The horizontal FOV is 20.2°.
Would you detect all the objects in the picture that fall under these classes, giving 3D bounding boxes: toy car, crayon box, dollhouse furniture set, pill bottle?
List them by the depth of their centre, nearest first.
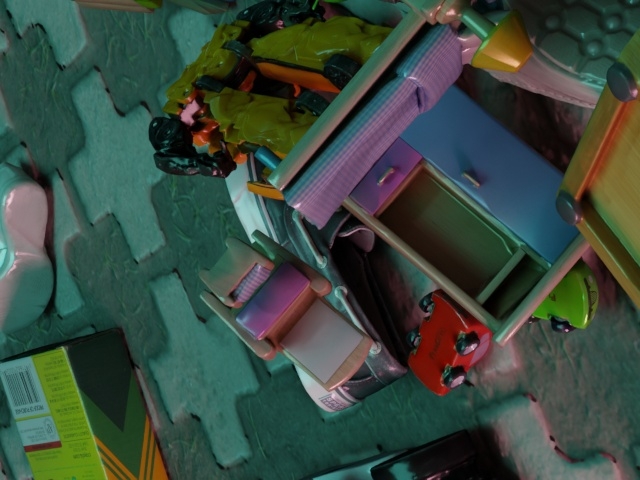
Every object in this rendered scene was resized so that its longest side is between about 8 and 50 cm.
[{"bbox_3d":[0.065,-0.011,1.225,0.198,0.286,0.303,40,178,7],"label":"dollhouse furniture set"},{"bbox_3d":[0.150,0.027,1.463,0.225,0.053,0.239,14,117,50],"label":"toy car"},{"bbox_3d":[0.127,0.282,1.554,0.123,0.123,0.219,-30,81,55],"label":"pill bottle"},{"bbox_3d":[-0.266,0.274,2.124,0.202,0.081,0.318,-15,93,56],"label":"crayon box"}]

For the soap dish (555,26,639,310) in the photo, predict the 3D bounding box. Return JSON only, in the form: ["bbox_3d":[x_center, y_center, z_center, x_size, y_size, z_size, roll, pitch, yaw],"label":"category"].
[{"bbox_3d":[0.270,0.001,1.083,0.291,0.118,0.229,55,162,18],"label":"soap dish"}]

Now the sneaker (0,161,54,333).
[{"bbox_3d":[-0.370,0.007,2.161,0.094,0.080,0.212,45,132,50],"label":"sneaker"}]

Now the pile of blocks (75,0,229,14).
[{"bbox_3d":[-0.125,-0.287,1.652,0.362,0.149,0.112,3,79,50],"label":"pile of blocks"}]

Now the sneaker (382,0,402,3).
[{"bbox_3d":[0.095,-0.294,1.303,0.262,0.104,0.125,-62,33,3],"label":"sneaker"}]

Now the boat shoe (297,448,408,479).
[{"bbox_3d":[0.021,0.258,1.736,0.228,0.080,0.076,-25,84,48],"label":"boat shoe"}]

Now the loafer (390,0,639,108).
[{"bbox_3d":[0.162,-0.165,1.329,0.319,0.112,0.111,35,169,35],"label":"loafer"}]

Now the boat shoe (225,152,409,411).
[{"bbox_3d":[0.000,0.000,1.624,0.102,0.108,0.301,-28,67,23],"label":"boat shoe"}]

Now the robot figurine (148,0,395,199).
[{"bbox_3d":[-0.027,-0.118,1.533,0.085,0.211,0.291,48,163,-32],"label":"robot figurine"}]

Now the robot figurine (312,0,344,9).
[{"bbox_3d":[0.020,-0.246,1.490,0.115,0.067,0.101,-55,21,39],"label":"robot figurine"}]

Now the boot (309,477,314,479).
[{"bbox_3d":[0.017,0.330,1.709,0.115,0.112,0.305,48,159,33],"label":"boot"}]
